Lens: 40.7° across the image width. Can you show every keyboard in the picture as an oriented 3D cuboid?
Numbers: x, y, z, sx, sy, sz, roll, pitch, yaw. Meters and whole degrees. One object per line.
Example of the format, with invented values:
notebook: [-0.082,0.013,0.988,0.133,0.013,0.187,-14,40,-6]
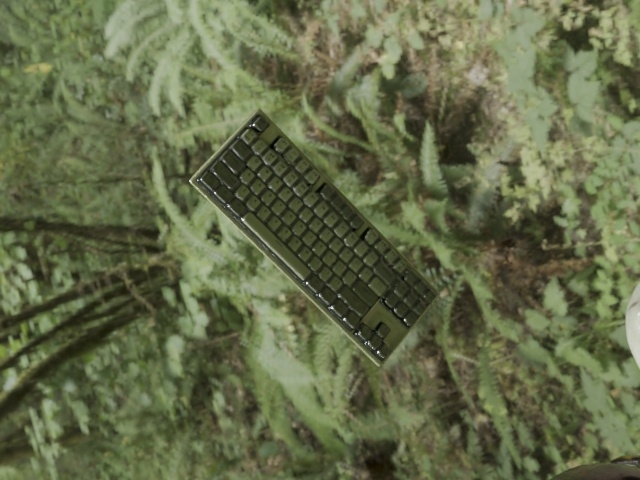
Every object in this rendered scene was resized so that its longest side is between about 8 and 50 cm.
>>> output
keyboard: [0.000,0.000,0.408,0.129,0.049,0.015,46,160,-14]

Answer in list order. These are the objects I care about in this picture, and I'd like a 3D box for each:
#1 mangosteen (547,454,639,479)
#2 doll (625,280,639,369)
mangosteen: [0.269,0.299,0.779,0.210,0.209,0.210,42,140,49]
doll: [0.412,0.028,0.747,0.226,0.214,0.370,-90,8,-55]
